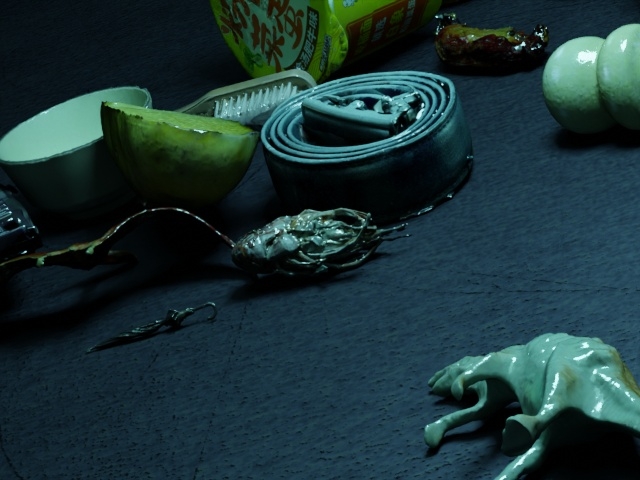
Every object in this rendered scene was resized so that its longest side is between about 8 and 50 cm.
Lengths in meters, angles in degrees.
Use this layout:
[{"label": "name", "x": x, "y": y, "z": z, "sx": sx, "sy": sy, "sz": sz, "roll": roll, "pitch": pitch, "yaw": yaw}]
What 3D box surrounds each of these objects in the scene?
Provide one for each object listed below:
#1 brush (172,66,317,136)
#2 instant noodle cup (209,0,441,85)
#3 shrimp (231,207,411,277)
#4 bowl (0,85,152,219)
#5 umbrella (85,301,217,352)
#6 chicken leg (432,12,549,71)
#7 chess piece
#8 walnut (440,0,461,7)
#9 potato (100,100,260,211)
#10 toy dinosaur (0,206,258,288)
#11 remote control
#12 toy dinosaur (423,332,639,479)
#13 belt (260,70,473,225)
[{"label": "brush", "x": -0.158, "y": -0.147, "z": 2.327, "sx": 0.327, "sy": 0.070, "sz": 0.065, "roll": -12, "pitch": 35, "yaw": 19}, {"label": "instant noodle cup", "x": 0.013, "y": -0.360, "z": 2.405, "sx": 0.221, "sy": 0.311, "sz": 0.311, "roll": -22, "pitch": 22, "yaw": -28}, {"label": "shrimp", "x": 0.000, "y": 0.001, "z": 1.876, "sx": 0.190, "sy": 0.074, "sz": 0.073, "roll": -3, "pitch": -6, "yaw": 10}, {"label": "bowl", "x": -0.293, "y": -0.099, "z": 2.253, "sx": 0.211, "sy": 0.112, "sz": 0.211, "roll": -15, "pitch": 24, "yaw": 7}, {"label": "umbrella", "x": -0.177, "y": 0.088, "z": 1.872, "sx": 0.149, "sy": 0.022, "sz": 0.022, "roll": -15, "pitch": -14, "yaw": 10}, {"label": "chicken leg", "x": 0.197, "y": -0.257, "z": 2.313, "sx": 0.106, "sy": 0.051, "sz": 0.253, "roll": -21, "pitch": 22, "yaw": -20}, {"label": "chess piece", "x": 0.355, "y": -0.180, "z": 1.932, "sx": 0.251, "sy": 0.144, "sz": 0.144, "roll": -6, "pitch": 26, "yaw": 39}, {"label": "walnut", "x": 0.148, "y": -0.391, "z": 2.553, "sx": 0.245, "sy": 0.137, "sz": 0.137, "roll": -7, "pitch": 26, "yaw": 33}, {"label": "potato", "x": -0.165, "y": -0.090, "z": 2.052, "sx": 0.160, "sy": 0.111, "sz": 0.272, "roll": 8, "pitch": 6, "yaw": -22}, {"label": "toy dinosaur", "x": -0.257, "y": 0.049, "z": 1.950, "sx": 0.327, "sy": 0.113, "sz": 0.206, "roll": -17, "pitch": -5, "yaw": -23}, {"label": "remote control", "x": -0.415, "y": -0.013, "z": 2.168, "sx": 0.145, "sy": 0.062, "sz": 0.399, "roll": -24, "pitch": 16, "yaw": -12}, {"label": "toy dinosaur", "x": 0.196, "y": 0.137, "z": 1.412, "sx": 0.393, "sy": 0.092, "sz": 0.205, "roll": -8, "pitch": 18, "yaw": 43}, {"label": "belt", "x": 0.041, "y": -0.110, "z": 2.022, "sx": 0.267, "sy": 0.116, "sz": 0.206, "roll": 5, "pitch": 37, "yaw": 37}]
